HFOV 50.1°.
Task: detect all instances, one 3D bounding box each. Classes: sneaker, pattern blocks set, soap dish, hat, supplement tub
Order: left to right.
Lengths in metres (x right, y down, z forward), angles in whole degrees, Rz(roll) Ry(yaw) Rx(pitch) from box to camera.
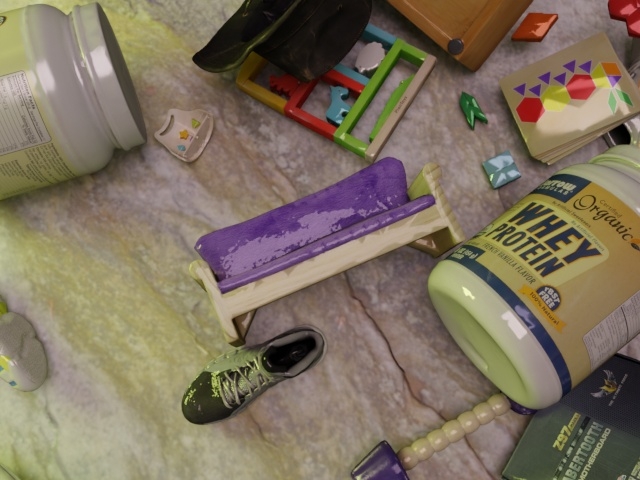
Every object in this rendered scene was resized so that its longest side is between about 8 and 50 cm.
[{"bbox_3d":[-0.493,0.135,0.964,0.126,0.091,0.240,-39,84,10],"label":"sneaker"},{"bbox_3d":[-0.426,-0.182,0.937,0.324,0.235,0.236,-18,81,-6],"label":"supplement tub"},{"bbox_3d":[-0.095,0.178,0.937,0.228,0.132,0.086,-30,82,-8],"label":"sneaker"},{"bbox_3d":[-0.020,-0.313,0.968,0.331,0.331,0.134,-48,119,-9],"label":"hat"},{"bbox_3d":[0.183,-0.424,1.012,0.291,0.229,0.118,42,37,5],"label":"soap dish"},{"bbox_3d":[0.326,0.042,0.900,0.316,0.228,0.228,-37,83,-8],"label":"supplement tub"},{"bbox_3d":[0.381,-0.218,1.035,0.324,0.026,0.286,-15,81,16],"label":"pattern blocks set"},{"bbox_3d":[0.487,-0.216,1.055,0.120,0.099,0.263,1,78,2],"label":"sneaker"}]

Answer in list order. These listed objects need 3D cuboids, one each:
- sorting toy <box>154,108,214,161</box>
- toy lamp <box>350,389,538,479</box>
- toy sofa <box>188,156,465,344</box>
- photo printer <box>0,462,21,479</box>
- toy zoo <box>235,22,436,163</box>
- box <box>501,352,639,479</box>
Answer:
[{"bbox_3d":[-0.211,-0.165,1.043,0.075,0.045,0.083,27,80,10],"label":"sorting toy"},{"bbox_3d":[0.171,0.278,0.959,0.274,0.080,0.080,-27,82,-6],"label":"toy lamp"},{"bbox_3d":[0.000,0.000,0.965,0.362,0.150,0.177,-23,82,-7],"label":"toy sofa"},{"bbox_3d":[-0.432,0.409,0.823,0.307,0.107,0.256,13,78,44],"label":"photo printer"},{"bbox_3d":[0.005,-0.268,1.060,0.293,0.030,0.192,30,79,11],"label":"toy zoo"},{"bbox_3d":[0.377,0.267,0.920,0.059,0.183,0.233,40,78,-32],"label":"box"}]
